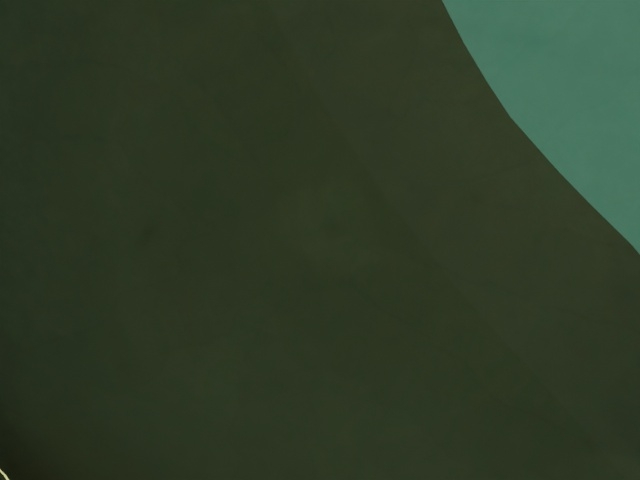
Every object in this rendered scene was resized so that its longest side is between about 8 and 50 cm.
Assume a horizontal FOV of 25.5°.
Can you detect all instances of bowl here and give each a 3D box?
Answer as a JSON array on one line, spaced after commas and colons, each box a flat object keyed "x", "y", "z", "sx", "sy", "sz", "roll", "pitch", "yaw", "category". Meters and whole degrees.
[{"x": 0.000, "y": 0.000, "z": 0.436, "sx": 0.391, "sy": 0.077, "sz": 0.391, "roll": 3, "pitch": 104, "yaw": 13, "category": "bowl"}]
